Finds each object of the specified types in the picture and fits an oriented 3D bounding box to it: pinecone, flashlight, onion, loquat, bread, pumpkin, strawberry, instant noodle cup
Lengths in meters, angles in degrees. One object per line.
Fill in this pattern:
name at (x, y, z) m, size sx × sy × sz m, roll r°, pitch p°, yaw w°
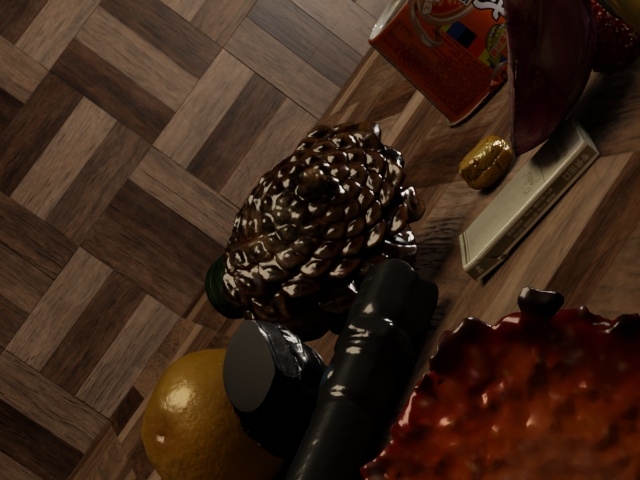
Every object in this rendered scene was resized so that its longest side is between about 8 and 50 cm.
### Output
pinecone at (0.004, 0.004, 1.661) m, size 0.298 × 0.242 × 0.296 m, roll -60°, pitch 3°, yaw -25°
flashlight at (0.023, 0.199, 1.356) m, size 0.103 × 0.103 × 0.424 m, roll -41°, pitch 18°, yaw 51°
onion at (0.256, -0.226, 1.390) m, size 0.247 × 0.111 × 0.250 m, roll -79°, pitch -16°, yaw -58°
loquat at (-0.131, 0.242, 1.620) m, size 0.208 × 0.208 × 0.208 m, roll -51°, pitch 11°, yaw 14°
bread at (0.215, -0.101, 1.603) m, size 0.081 × 0.046 × 0.083 m, roll -52°, pitch 7°, yaw -24°
pumpkin at (-0.110, 0.063, 2.233) m, size 0.211 × 0.152 × 0.211 m, roll -41°, pitch -3°, yaw -2°
strawberry at (0.143, 0.145, 0.739) m, size 0.234 × 0.234 × 0.178 m, roll -53°, pitch -10°, yaw 3°
strawberry at (0.355, -0.294, 1.491) m, size 0.167 × 0.087 × 0.208 m, roll -49°, pitch 13°, yaw 16°
instant noodle cup at (0.208, -0.335, 1.978) m, size 0.250 × 0.192 × 0.250 m, roll -52°, pitch 11°, yaw 14°

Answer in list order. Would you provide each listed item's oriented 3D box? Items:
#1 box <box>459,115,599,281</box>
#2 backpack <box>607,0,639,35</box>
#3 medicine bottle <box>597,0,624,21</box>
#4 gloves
box at (0.232, -0.048, 1.399) m, size 0.198 × 0.029 × 0.109 m, roll -49°, pitch 11°, yaw 18°
backpack at (0.371, -0.294, 1.018) m, size 0.353 × 0.201 × 0.378 m, roll -24°, pitch 44°, yaw 39°
medicine bottle at (0.399, -0.342, 1.296) m, size 0.258 × 0.143 × 0.143 m, roll -41°, pitch 16°, yaw 52°
gloves at (-0.033, 0.184, 1.467) m, size 0.124 × 0.203 × 0.164 m, roll -16°, pitch 70°, yaw 30°
